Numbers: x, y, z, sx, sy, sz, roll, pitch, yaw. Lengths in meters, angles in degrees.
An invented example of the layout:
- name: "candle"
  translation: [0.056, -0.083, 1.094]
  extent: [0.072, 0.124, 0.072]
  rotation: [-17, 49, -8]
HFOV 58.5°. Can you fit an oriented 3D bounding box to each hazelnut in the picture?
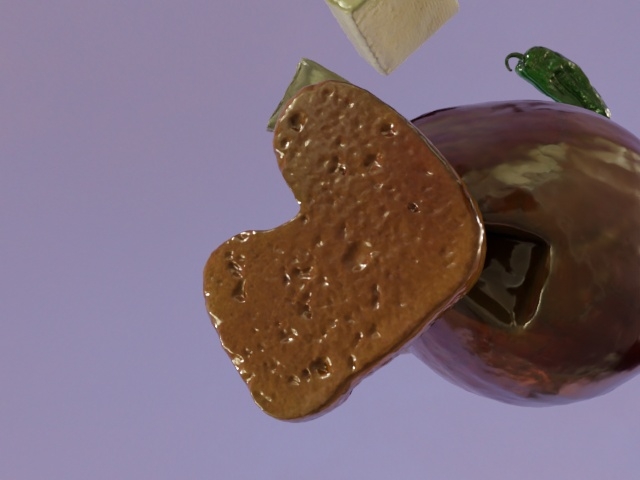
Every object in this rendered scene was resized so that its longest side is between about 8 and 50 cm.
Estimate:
- name: "hazelnut"
  translation: [0.232, -0.006, 0.726]
  extent: [0.401, 0.429, 0.402]
  rotation: [-1, -74, -4]

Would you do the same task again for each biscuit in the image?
- name: "biscuit"
  translation: [0.001, 0.000, 0.544]
  extent: [0.277, 0.052, 0.262]
  rotation: [-44, -115, 2]

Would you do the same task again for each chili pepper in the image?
- name: "chili pepper"
  translation: [0.499, -0.319, 1.183]
  extent: [0.257, 0.074, 0.100]
  rotation: [38, -84, 1]

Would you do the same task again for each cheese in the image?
- name: "cheese"
  translation: [0.159, -0.515, 1.223]
  extent: [0.242, 0.265, 0.124]
  rotation: [-44, -115, 8]

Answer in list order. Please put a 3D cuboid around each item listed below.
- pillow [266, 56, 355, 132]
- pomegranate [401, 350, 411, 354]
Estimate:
- name: "pillow"
  translation: [-0.013, -0.245, 1.036]
  extent: [0.119, 0.053, 0.208]
  rotation: [25, -122, -6]
- name: "pomegranate"
  translation: [0.148, 0.069, 1.292]
  extent: [0.416, 0.416, 0.417]
  rotation: [0, -88, -10]
